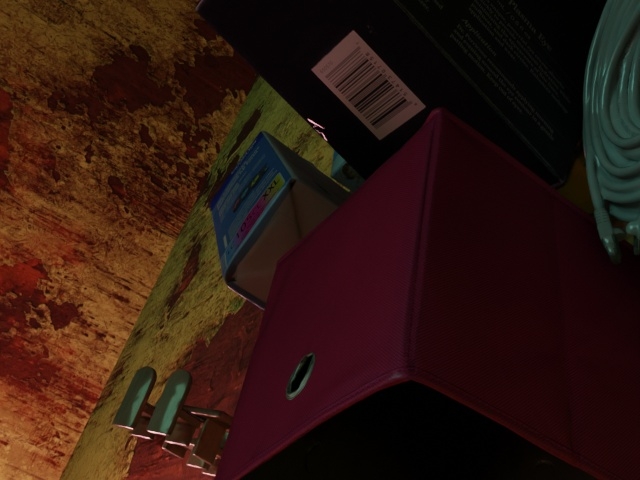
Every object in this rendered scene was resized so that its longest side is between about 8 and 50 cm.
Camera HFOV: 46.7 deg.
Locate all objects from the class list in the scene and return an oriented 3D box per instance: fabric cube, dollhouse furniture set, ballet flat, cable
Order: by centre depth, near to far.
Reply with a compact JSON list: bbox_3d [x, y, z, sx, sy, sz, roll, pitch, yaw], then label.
[{"bbox_3d":[0.288,-0.135,0.572,0.257,0.089,0.257,-83,4,-46],"label":"cable"},{"bbox_3d":[0.101,0.106,0.597,0.254,0.259,0.258,-43,23,42],"label":"fabric cube"},{"bbox_3d":[0.233,-0.065,0.815,0.077,0.077,0.231,-63,18,-10],"label":"ballet flat"},{"bbox_3d":[-0.127,0.242,1.074,0.242,0.212,0.161,-2,56,37],"label":"dollhouse furniture set"}]

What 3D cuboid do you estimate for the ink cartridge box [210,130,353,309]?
[{"bbox_3d":[0.000,0.000,1.012,0.151,0.270,0.395,-52,19,9],"label":"ink cartridge box"}]

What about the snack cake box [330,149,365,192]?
[{"bbox_3d":[0.152,-0.157,1.056,0.264,0.152,0.089,-46,21,34],"label":"snack cake box"}]

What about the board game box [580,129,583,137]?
[{"bbox_3d":[0.338,-0.164,0.753,0.092,0.043,0.181,-62,19,-13],"label":"board game box"}]

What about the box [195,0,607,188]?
[{"bbox_3d":[0.112,-0.232,0.765,0.179,0.343,0.312,-31,19,49],"label":"box"}]
